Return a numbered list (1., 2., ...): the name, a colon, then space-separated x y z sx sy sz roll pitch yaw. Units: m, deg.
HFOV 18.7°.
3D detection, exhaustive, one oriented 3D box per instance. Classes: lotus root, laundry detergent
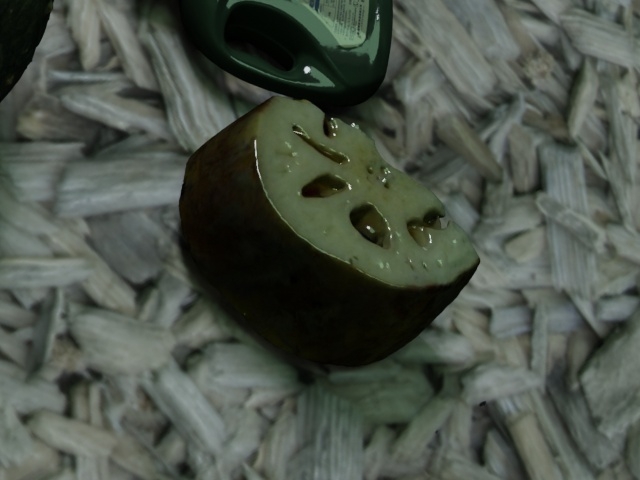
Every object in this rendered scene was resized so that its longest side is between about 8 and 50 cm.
1. lotus root: 0.000 0.000 1.505 0.235 0.119 0.138 38 48 -6
2. laundry detergent: -0.052 -0.192 1.605 0.221 0.078 0.144 13 64 -23

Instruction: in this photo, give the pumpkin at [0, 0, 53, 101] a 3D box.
1. pumpkin: -0.344 -0.215 1.355 0.327 0.257 0.292 14 52 -27
